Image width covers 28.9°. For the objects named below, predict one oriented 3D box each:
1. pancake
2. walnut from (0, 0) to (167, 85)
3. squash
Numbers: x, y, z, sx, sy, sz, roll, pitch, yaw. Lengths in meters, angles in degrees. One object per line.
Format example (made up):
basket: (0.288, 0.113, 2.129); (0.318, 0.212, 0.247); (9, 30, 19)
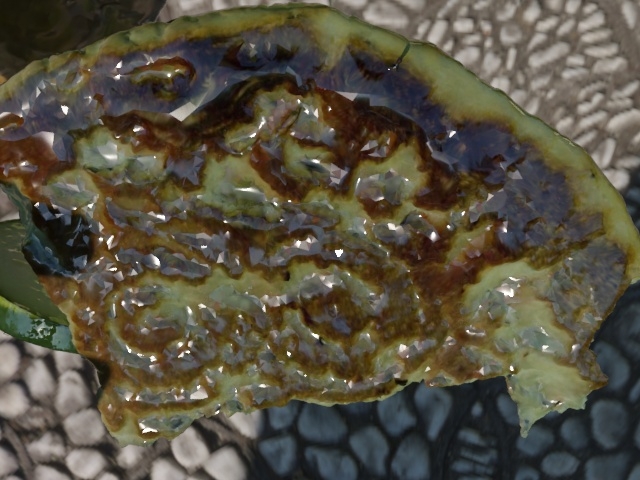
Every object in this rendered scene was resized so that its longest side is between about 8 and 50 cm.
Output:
pancake: (-0.001, -0.005, 0.810); (0.427, 0.305, 0.067); (-3, 24, 4)
walnut: (-0.310, -0.306, 1.253); (0.306, 0.344, 0.306); (-3, 82, 18)
squash: (-0.230, 0.048, 1.182); (0.219, 0.219, 0.041); (25, 112, 12)
